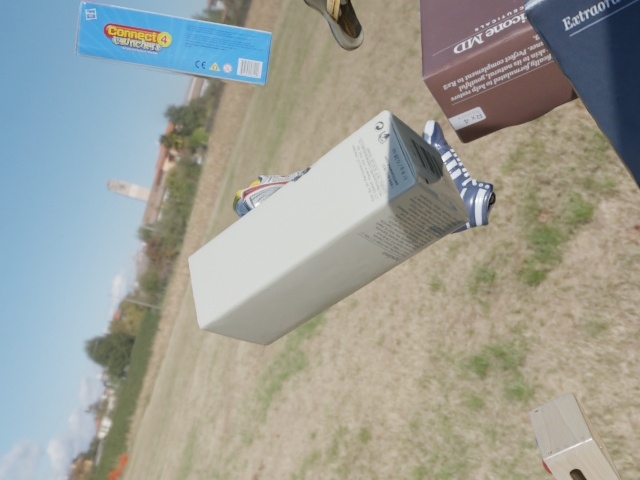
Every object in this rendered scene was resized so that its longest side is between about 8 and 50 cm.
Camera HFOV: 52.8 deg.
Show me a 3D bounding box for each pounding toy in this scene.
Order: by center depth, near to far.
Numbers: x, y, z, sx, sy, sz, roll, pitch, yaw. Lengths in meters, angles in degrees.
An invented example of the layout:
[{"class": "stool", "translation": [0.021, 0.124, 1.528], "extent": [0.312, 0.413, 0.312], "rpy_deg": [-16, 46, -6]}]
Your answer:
[{"class": "pounding toy", "translation": [0.353, 0.319, 0.900], "extent": [0.100, 0.141, 0.130], "rpy_deg": [-31, 13, 16]}]

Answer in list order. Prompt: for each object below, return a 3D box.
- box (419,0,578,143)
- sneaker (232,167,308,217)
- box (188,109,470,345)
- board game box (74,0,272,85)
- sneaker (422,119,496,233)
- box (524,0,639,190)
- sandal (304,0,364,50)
[{"class": "box", "translation": [0.247, -0.336, 0.901], "extent": [0.191, 0.143, 0.382], "rpy_deg": [-20, 47, 28]}, {"class": "sneaker", "translation": [-0.063, -0.079, 1.033], "extent": [0.225, 0.092, 0.088], "rpy_deg": [-38, -31, -66]}, {"class": "box", "translation": [0.000, 0.000, 0.650], "extent": [0.275, 0.113, 0.094], "rpy_deg": [-33, 55, 24]}, {"class": "board game box", "translation": [-0.246, -0.344, 1.170], "extent": [0.302, 0.307, 0.086], "rpy_deg": [-118, 36, -76]}, {"class": "sneaker", "translation": [0.320, -0.152, 1.488], "extent": [0.099, 0.153, 0.283], "rpy_deg": [36, -131, -66]}, {"class": "box", "translation": [0.418, -0.140, 0.516], "extent": [0.212, 0.395, 0.293], "rpy_deg": [-49, 17, -32]}, {"class": "sandal", "translation": [0.026, -0.377, 1.023], "extent": [0.049, 0.180, 0.072], "rpy_deg": [13, 65, 46]}]
